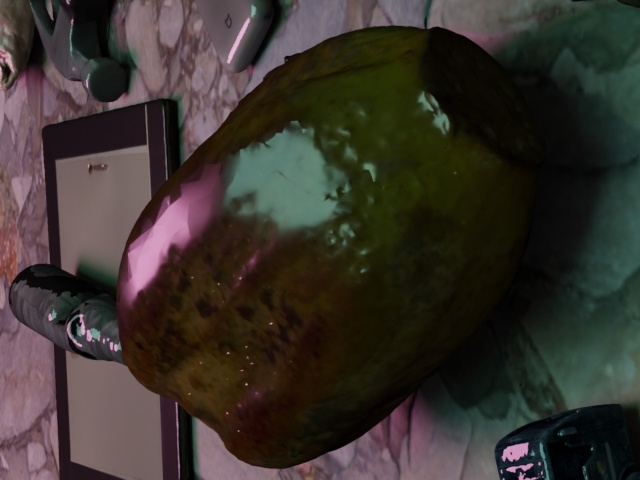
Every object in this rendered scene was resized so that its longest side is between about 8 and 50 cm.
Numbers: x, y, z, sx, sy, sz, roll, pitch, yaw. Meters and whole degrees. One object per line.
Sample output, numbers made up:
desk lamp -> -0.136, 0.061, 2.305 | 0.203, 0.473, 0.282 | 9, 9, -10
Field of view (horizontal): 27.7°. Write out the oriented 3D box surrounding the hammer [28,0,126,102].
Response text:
hammer -> -0.198, -0.244, 1.074 | 0.159, 0.041, 0.227 | 46, 136, 45

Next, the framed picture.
framed picture -> -0.178, 0.063, 1.106 | 0.265, 0.016, 0.347 | -3, 90, 58

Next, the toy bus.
toy bus -> 0.126, 0.160, 0.590 | 0.047, 0.065, 0.166 | -29, 70, 56

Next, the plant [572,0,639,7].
plant -> 0.123, -0.139, 0.569 | 0.174, 0.085, 0.087 | 16, 130, 51

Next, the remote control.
remote control -> -0.094, -0.235, 0.936 | 0.067, 0.029, 0.261 | -56, 48, 45

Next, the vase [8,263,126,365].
vase -> -0.193, 0.064, 1.061 | 0.211, 0.059, 0.060 | 15, 105, 55

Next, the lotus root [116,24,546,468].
lotus root -> 0.007, -0.003, 0.683 | 0.291, 0.193, 0.193 | -51, 51, 50

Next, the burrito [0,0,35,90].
burrito -> -0.299, -0.280, 1.231 | 0.082, 0.059, 0.275 | 15, 105, 49
